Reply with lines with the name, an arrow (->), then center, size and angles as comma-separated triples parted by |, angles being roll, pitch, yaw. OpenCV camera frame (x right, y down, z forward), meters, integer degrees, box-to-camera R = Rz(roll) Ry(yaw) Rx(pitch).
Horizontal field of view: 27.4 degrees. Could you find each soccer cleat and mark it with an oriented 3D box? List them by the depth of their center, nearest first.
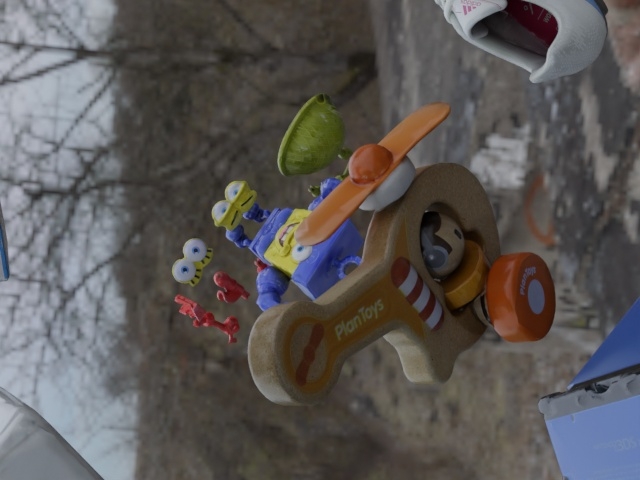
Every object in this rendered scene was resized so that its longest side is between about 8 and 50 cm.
soccer cleat -> 0.164, -0.295, 1.435 | 0.143, 0.331, 0.116 | -35, -23, -41

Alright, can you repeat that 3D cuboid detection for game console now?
game console -> 0.333, 0.147, 1.160 | 0.293, 0.173, 0.250 | 134, 121, -71

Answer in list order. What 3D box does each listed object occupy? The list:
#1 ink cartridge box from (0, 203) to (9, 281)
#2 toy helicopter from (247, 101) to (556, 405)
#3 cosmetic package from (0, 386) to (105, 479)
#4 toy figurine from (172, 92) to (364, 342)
ink cartridge box -> -0.303, -0.020, 1.060 | 0.143, 0.089, 0.092 | -142, 44, -72
toy helicopter -> 0.055, 0.026, 1.131 | 0.355, 0.140, 0.235 | -31, -70, -49
cosmetic package -> -0.218, 0.288, 0.742 | 0.329, 0.327, 0.393 | -46, 21, -17
toy figurine -> 0.000, 0.000, 1.747 | 0.363, 0.217, 0.191 | -54, -42, -15
